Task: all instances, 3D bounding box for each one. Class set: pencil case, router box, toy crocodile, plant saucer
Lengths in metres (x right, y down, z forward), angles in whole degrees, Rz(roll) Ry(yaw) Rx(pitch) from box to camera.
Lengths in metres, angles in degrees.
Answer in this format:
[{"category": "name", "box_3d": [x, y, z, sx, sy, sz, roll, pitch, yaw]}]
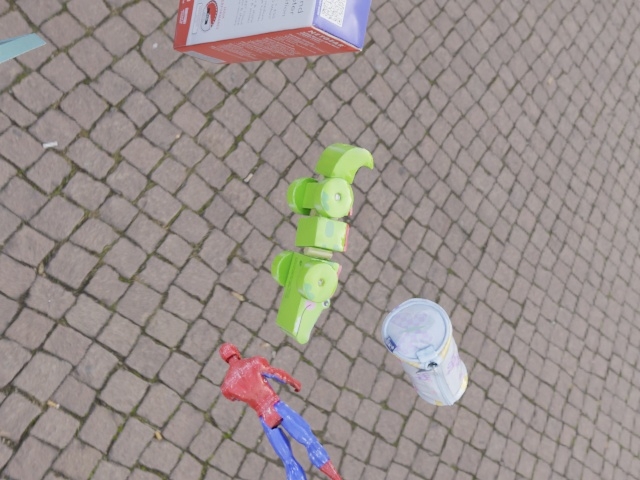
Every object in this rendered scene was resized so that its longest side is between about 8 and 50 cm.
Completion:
[{"category": "pencil case", "box_3d": [0.199, 0.211, 0.919, 0.113, 0.124, 0.273, -37, 143, -3]}, {"category": "router box", "box_3d": [-0.052, -0.401, 0.617, 0.082, 0.301, 0.336, 5, 97, -44]}, {"category": "toy crocodile", "box_3d": [0.000, 0.000, 0.843, 0.105, 0.115, 0.341, 14, 87, -34]}, {"category": "plant saucer", "box_3d": [-0.370, -0.201, 0.554, 0.067, 0.192, 0.018, -12, 121, 1]}]

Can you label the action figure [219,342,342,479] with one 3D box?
[{"category": "action figure", "box_3d": [-0.054, 0.266, 0.758, 0.091, 0.139, 0.280, -40, 77, 1]}]
